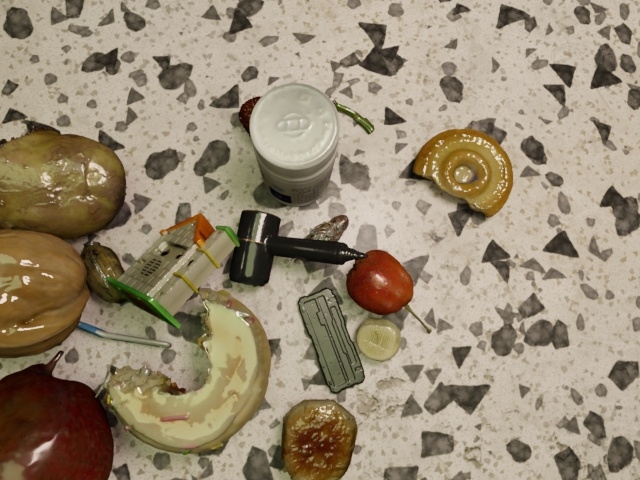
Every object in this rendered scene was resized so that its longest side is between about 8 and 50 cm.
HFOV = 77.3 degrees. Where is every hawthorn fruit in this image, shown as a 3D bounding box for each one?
[{"bbox_3d":[0.189,0.151,1.005,0.285,0.165,0.165,44,81,-5],"label":"hawthorn fruit"},{"bbox_3d":[-0.607,0.442,0.844,0.309,0.308,0.324,-22,95,-6],"label":"hawthorn fruit"}]

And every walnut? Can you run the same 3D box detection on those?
[{"bbox_3d":[-0.658,0.119,0.871,0.286,0.285,0.296,17,112,0],"label":"walnut"}]

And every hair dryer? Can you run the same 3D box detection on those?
[{"bbox_3d":[-0.058,0.038,0.970,0.353,0.107,0.188,7,82,26],"label":"hair dryer"}]

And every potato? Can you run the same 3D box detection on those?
[{"bbox_3d":[-0.609,-0.109,0.961,0.238,0.300,0.288,29,117,-12],"label":"potato"}]

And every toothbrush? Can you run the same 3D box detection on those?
[{"bbox_3d":[-0.567,0.224,1.008,0.387,0.040,0.040,11,81,-3],"label":"toothbrush"}]

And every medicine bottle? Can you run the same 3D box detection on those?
[{"bbox_3d":[-0.058,-0.208,0.952,0.190,0.332,0.189,0,81,-3],"label":"medicine bottle"}]

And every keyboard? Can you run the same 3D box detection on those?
[{"bbox_3d":[0.029,0.257,1.042,0.106,0.016,0.262,-21,83,-6],"label":"keyboard"}]

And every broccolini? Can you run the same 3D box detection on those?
[{"bbox_3d":[0.019,-0.339,1.124,0.272,0.062,0.123,19,90,-2],"label":"broccolini"}]

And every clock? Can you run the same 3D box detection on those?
[{"bbox_3d":[-0.339,0.056,0.961,0.220,0.106,0.255,12,53,40],"label":"clock"}]

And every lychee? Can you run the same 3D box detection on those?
[{"bbox_3d":[-0.157,-0.327,1.079,0.129,0.123,0.123,9,80,19],"label":"lychee"}]

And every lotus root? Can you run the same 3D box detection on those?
[{"bbox_3d":[-0.546,0.083,1.008,0.089,0.081,0.179,-27,87,-49],"label":"lotus root"}]

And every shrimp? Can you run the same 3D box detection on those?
[{"bbox_3d":[-0.001,-0.001,1.054,0.190,0.073,0.074,-34,96,-5],"label":"shrimp"}]

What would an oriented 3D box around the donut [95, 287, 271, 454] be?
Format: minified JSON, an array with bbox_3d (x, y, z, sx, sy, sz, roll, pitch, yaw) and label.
[{"bbox_3d":[-0.281,0.317,0.946,0.371,0.150,0.307,-44,88,-10],"label":"donut"}]

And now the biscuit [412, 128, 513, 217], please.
[{"bbox_3d":[0.402,-0.203,1.099,0.275,0.091,0.213,25,82,4],"label":"biscuit"}]

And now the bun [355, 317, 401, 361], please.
[{"bbox_3d":[0.149,0.249,1.024,0.115,0.069,0.115,0,91,15],"label":"bun"}]

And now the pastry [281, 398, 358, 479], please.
[{"bbox_3d":[-0.003,0.480,0.966,0.182,0.093,0.192,4,85,-3],"label":"pastry"}]
